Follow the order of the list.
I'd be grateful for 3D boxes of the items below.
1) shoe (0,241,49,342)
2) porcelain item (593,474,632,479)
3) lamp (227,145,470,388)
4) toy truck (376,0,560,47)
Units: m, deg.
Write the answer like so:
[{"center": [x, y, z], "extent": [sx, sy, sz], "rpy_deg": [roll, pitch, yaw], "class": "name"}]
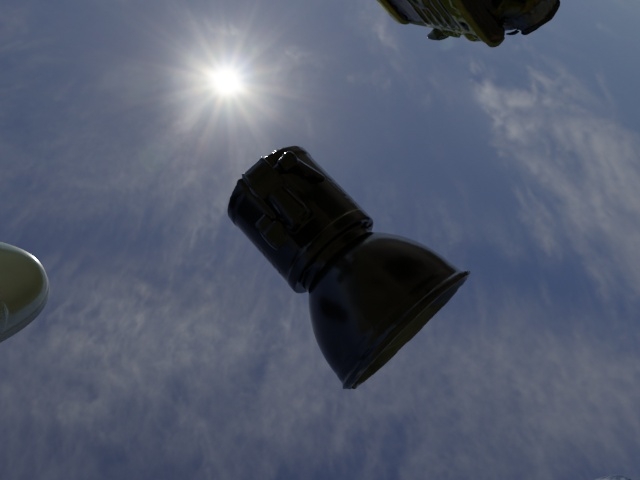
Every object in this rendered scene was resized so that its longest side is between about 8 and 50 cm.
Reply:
[{"center": [-0.351, 0.032, 0.458], "extent": [0.132, 0.160, 0.363], "rpy_deg": [62, -155, 7], "class": "shoe"}, {"center": [0.501, 0.485, 0.990], "extent": [0.114, 0.147, 0.147], "rpy_deg": [50, -137, 8], "class": "porcelain item"}, {"center": [0.000, 0.000, 0.517], "extent": [0.227, 0.147, 0.172], "rpy_deg": [46, -178, 16], "class": "lamp"}, {"center": [0.119, -0.277, 0.396], "extent": [0.124, 0.272, 0.157], "rpy_deg": [33, 177, -41], "class": "toy truck"}]
